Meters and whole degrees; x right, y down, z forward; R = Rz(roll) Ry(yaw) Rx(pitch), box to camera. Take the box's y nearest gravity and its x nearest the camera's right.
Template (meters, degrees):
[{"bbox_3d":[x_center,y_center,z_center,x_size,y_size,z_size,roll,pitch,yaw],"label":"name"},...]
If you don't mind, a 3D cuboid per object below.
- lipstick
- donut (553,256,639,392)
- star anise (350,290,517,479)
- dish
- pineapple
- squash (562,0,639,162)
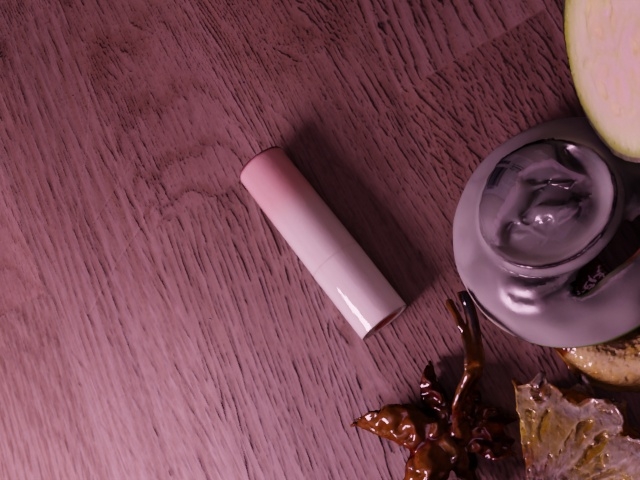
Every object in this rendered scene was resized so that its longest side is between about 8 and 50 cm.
[{"bbox_3d":[0.000,0.000,1.126,0.087,0.087,0.327,-41,74,13],"label":"lipstick"},{"bbox_3d":[0.383,0.122,0.979,0.141,0.085,0.217,-41,75,13],"label":"donut"},{"bbox_3d":[0.168,0.237,1.019,0.237,0.148,0.346,18,103,18],"label":"star anise"},{"bbox_3d":[0.304,-0.032,0.937,0.324,0.124,0.324,-16,61,31],"label":"dish"},{"bbox_3d":[0.333,0.277,0.927,0.186,0.114,0.236,-50,43,0],"label":"pineapple"},{"bbox_3d":[0.505,-0.267,0.814,0.384,0.263,0.263,-17,80,-1],"label":"squash"}]
